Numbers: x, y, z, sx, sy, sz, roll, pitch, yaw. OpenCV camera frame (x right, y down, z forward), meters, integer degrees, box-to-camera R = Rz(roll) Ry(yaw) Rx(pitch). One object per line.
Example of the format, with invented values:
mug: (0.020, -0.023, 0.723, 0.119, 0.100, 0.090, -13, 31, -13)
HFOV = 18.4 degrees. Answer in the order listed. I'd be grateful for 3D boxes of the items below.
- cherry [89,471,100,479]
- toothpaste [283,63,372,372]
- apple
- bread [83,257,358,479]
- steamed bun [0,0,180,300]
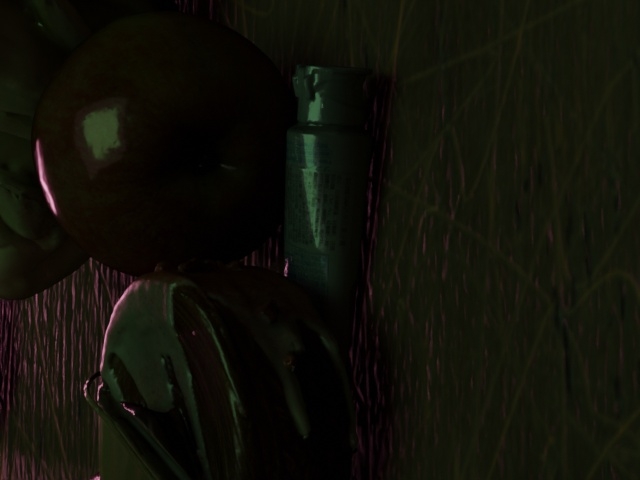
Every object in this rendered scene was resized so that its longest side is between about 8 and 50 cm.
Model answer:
cherry: (-0.110, 0.231, 1.413, 0.225, 0.090, 0.107, 34, 103, 48)
toothpaste: (0.000, 0.000, 1.323, 0.089, 0.057, 0.234, 17, 103, 62)
apple: (-0.105, -0.065, 1.381, 0.174, 0.188, 0.188, 23, 102, 65)
bread: (-0.071, 0.121, 1.291, 0.224, 0.142, 0.212, 40, 129, 47)
steamed bun: (-0.225, -0.169, 1.576, 0.346, 0.237, 0.394, 175, 73, -84)
